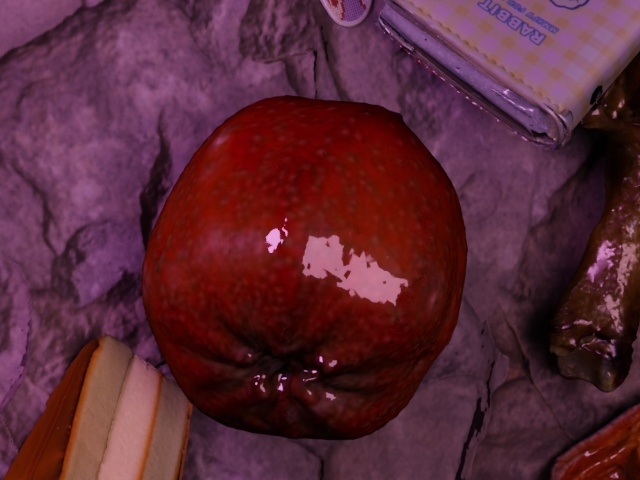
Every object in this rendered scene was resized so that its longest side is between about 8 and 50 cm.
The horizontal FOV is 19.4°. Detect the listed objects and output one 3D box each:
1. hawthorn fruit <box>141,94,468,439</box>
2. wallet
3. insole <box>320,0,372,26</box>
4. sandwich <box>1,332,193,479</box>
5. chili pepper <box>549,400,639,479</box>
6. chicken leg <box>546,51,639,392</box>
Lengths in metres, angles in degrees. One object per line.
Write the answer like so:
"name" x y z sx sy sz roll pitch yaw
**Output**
"hawthorn fruit" 0.000 0.000 1.468 0.254 0.254 0.300 46 41 -22
"wallet" 0.211 -0.245 1.619 0.223 0.077 0.309 36 66 13
"insole" 0.004 -0.277 1.585 0.065 0.004 0.197 -22 101 -28
"sandwich" -0.151 0.176 1.421 0.117 0.144 0.187 39 72 -27
"chili pepper" 0.377 0.285 1.682 0.251 0.229 0.305 -37 109 -7
"chicken leg" 0.287 -0.063 1.673 0.211 0.140 0.361 42 67 -32
